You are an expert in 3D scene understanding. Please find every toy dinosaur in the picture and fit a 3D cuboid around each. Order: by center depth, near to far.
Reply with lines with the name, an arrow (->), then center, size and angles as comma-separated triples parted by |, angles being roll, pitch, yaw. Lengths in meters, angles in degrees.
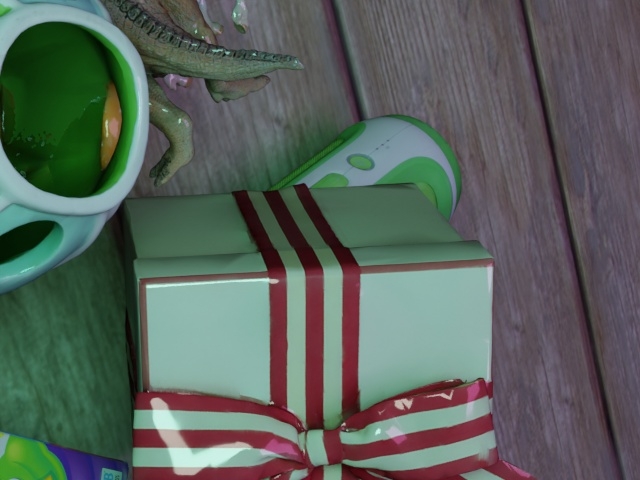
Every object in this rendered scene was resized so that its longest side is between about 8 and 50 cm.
toy dinosaur -> -0.141, -0.162, 1.184 | 0.127, 0.295, 0.200 | -37, 124, -17

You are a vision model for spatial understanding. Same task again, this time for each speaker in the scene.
speaker -> 0.000, 0.000, 1.471 | 0.296, 0.131, 0.131 | -38, 121, -48

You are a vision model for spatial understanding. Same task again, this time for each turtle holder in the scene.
turtle holder -> -0.245, -0.087, 1.028 | 0.320, 0.227, 0.243 | 45, 56, -46

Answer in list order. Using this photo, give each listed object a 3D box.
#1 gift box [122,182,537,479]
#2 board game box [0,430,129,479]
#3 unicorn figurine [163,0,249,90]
gift box -> -0.004, 0.116, 1.215 | 0.258, 0.255, 0.276 | -122, -155, -73
board game box -> -0.263, 0.174, 1.079 | 0.275, 0.144, 0.142 | 24, 70, -54
unicorn figurine -> -0.105, -0.191, 1.373 | 0.162, 0.060, 0.111 | -59, 136, -36
